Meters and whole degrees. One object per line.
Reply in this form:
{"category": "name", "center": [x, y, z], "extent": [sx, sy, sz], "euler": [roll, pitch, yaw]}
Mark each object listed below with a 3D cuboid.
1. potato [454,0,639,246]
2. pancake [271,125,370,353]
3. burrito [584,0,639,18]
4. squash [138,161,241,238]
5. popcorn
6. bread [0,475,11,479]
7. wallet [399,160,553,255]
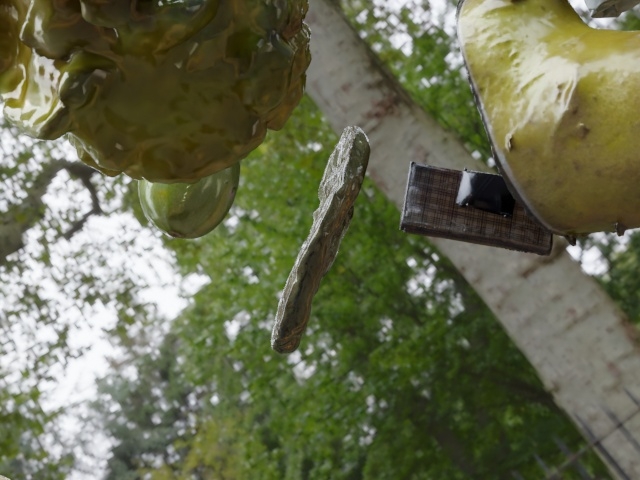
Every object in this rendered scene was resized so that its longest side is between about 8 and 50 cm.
{"category": "potato", "center": [0.398, -0.207, 1.317], "extent": [0.296, 0.397, 0.290], "euler": [-22, -18, 38]}
{"category": "pancake", "center": [0.001, 0.001, 0.981], "extent": [0.222, 0.042, 0.236], "euler": [123, 168, -71]}
{"category": "burrito", "center": [0.400, -0.546, 1.416], "extent": [0.139, 0.446, 0.101], "euler": [-12, 0, 7]}
{"category": "squash", "center": [-0.106, -0.115, 0.829], "extent": [0.083, 0.250, 0.083], "euler": [0, -27, 0]}
{"category": "popcorn", "center": [-0.101, -0.140, 0.576], "extent": [0.189, 0.218, 0.169], "euler": [-10, 7, -37]}
{"category": "bread", "center": [-0.161, 0.241, 0.574], "extent": [0.167, 0.294, 0.132], "euler": [-61, -40, -27]}
{"category": "wallet", "center": [0.240, -0.050, 1.494], "extent": [0.230, 0.124, 0.042], "euler": [8, -24, 4]}
